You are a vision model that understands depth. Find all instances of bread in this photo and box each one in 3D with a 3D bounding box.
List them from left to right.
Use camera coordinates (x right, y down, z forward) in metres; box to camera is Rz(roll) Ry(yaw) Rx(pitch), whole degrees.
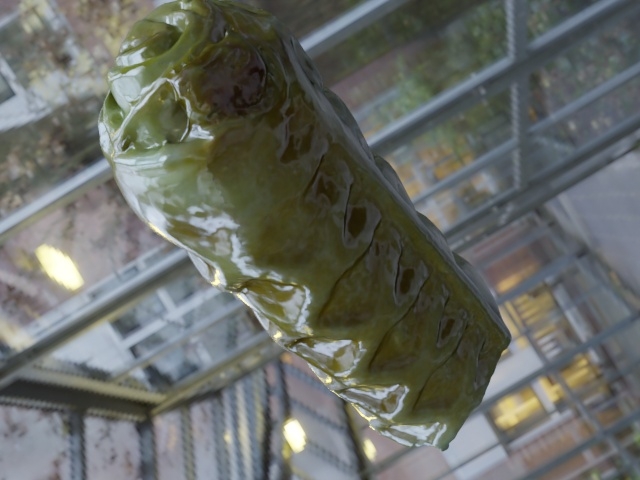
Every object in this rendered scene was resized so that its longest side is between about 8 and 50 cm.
[{"bbox_3d":[0.000,-0.001,0.521,0.087,0.098,0.269,15,159,36],"label":"bread"}]
